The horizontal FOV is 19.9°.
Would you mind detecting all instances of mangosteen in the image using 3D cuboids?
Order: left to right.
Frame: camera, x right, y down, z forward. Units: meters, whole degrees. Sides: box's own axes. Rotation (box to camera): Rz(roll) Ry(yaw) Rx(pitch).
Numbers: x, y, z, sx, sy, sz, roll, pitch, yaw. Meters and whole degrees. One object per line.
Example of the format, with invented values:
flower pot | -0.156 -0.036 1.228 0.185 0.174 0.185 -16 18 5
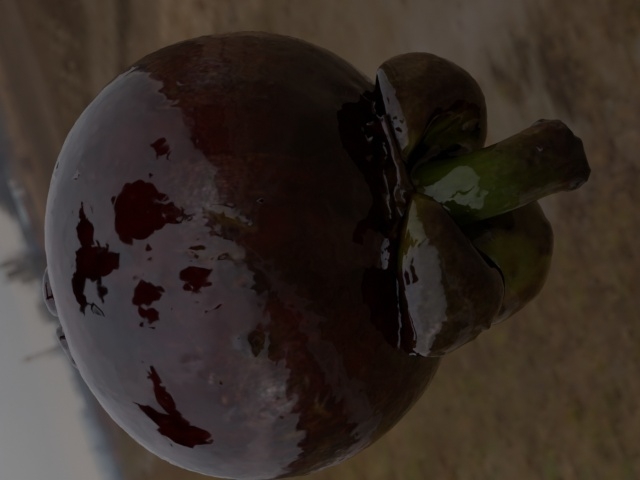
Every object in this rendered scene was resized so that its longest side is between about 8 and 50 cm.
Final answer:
mangosteen | 0.000 0.000 0.852 0.215 0.257 0.215 -13 -90 -82
